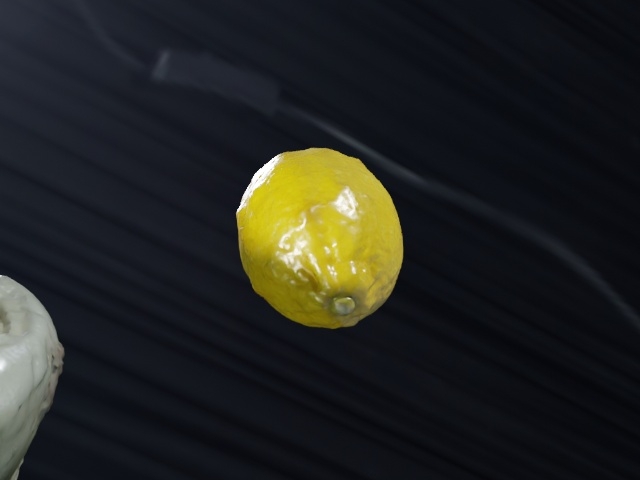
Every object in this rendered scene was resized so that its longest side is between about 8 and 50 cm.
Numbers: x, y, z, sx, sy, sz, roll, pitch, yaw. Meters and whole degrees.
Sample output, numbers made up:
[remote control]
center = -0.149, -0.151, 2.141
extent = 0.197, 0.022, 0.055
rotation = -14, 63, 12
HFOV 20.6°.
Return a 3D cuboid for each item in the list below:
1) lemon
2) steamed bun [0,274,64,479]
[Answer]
[lemon]
center = 0.000, 0.000, 1.195
extent = 0.114, 0.114, 0.155
rotation = -54, 29, 18
[steamed bun]
center = -0.324, 0.133, 1.060
extent = 0.310, 0.324, 0.219
rotation = 35, 137, 52
